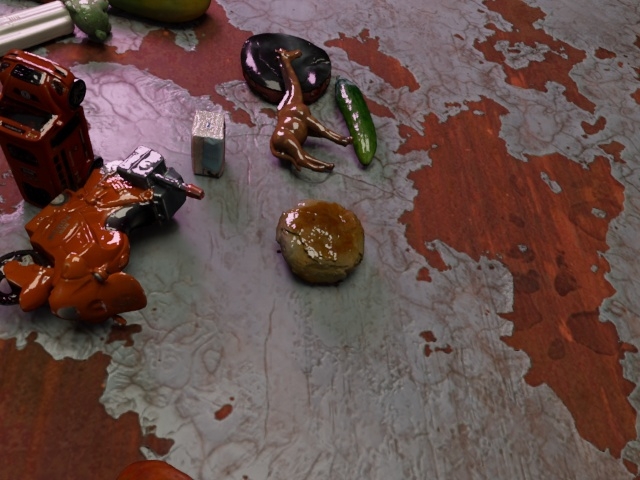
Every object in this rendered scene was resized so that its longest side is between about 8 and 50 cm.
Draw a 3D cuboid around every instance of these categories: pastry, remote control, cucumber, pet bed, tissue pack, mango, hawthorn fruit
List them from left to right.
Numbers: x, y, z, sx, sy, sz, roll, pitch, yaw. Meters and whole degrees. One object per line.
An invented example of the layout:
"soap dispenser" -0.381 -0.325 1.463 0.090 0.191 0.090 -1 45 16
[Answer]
"remote control" -0.600 -0.410 1.189 0.230 0.049 0.090 -33 64 -29
"mango" -0.355 -0.536 1.310 0.237 0.091 0.137 14 46 -2
"hawthorn fruit" -0.189 0.318 0.704 0.140 0.125 0.125 2 45 -53
"tissue pack" -0.196 -0.168 1.068 0.058 0.094 0.074 4 51 -8
"pet bed" -0.071 -0.358 1.262 0.201 0.053 0.201 5 53 -7
"pastry" 0.003 -0.002 0.996 0.153 0.081 0.153 6 49 -7
"cucumber" 0.069 -0.250 1.207 0.056 0.056 0.250 -6 58 -16

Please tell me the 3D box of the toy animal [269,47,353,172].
"toy animal" -0.036 -0.246 1.152 0.229 0.066 0.224 34 69 9

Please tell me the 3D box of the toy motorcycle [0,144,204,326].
"toy motorcycle" -0.310 -0.005 0.895 0.221 0.148 0.326 23 53 15

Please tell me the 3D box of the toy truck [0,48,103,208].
"toy truck" -0.411 -0.153 0.914 0.107 0.253 0.114 22 56 5

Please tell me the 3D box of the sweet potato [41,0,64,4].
"sweet potato" -0.604 -0.532 1.276 0.202 0.058 0.055 11 32 -3

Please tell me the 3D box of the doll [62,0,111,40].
"doll" -0.464 -0.470 1.232 0.115 0.077 0.150 36 17 -37
